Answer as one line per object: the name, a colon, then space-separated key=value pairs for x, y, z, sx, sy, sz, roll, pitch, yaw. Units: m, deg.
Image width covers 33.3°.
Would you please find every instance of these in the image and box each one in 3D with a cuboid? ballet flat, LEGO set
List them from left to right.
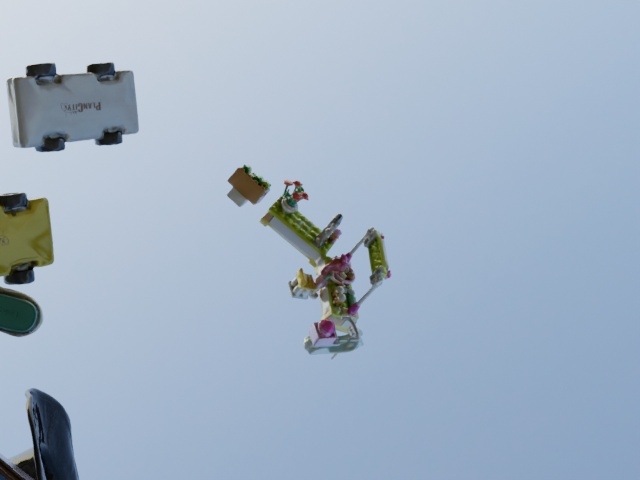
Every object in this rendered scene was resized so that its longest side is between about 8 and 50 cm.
ballet flat: x=-0.357 y=0.056 z=1.054 sx=0.168 sy=0.052 sz=0.057 roll=25 pitch=-97 yaw=-16
LEGO set: x=0.000 y=0.000 z=1.313 sx=0.132 sy=0.107 sz=0.287 roll=-1 pitch=-126 yaw=-41

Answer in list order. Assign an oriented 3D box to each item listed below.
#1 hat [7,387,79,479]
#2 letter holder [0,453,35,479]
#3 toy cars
hat: x=-0.364 y=0.355 z=1.318 sx=0.133 sy=0.331 sz=0.331 roll=-14 pitch=-122 yaw=-4
letter holder: x=-0.299 y=0.288 z=0.977 sx=0.214 sy=0.302 sz=0.152 roll=28 pitch=-111 yaw=27
toy cars: x=-0.348 y=-0.078 z=1.222 sx=0.087 sy=0.176 sz=0.394 roll=3 pitch=-128 yaw=34
